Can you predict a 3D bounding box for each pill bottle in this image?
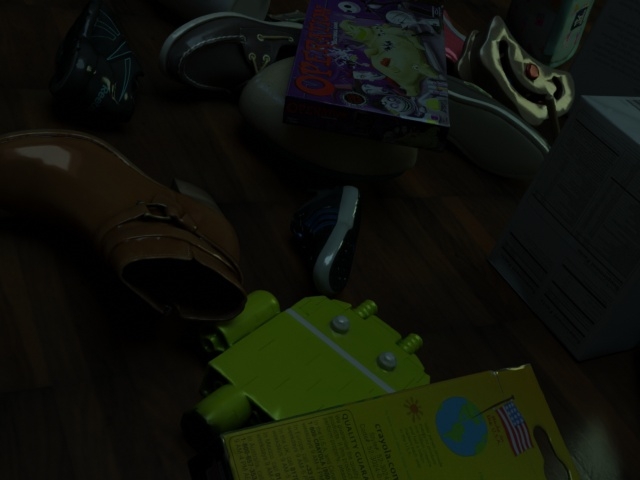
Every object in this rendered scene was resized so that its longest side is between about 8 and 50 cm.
[{"bbox_3d":[-0.208,-0.439,1.339,0.229,0.131,0.131,35,37,17],"label":"pill bottle"}]

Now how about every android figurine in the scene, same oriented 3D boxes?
[{"bbox_3d":[0.002,0.141,0.768,0.248,0.056,0.272,38,40,21],"label":"android figurine"}]

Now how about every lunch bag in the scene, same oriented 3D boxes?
[{"bbox_3d":[0.527,-0.535,1.772,0.160,0.224,0.262,10,37,-4],"label":"lunch bag"}]

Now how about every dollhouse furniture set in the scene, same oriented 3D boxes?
[{"bbox_3d":[-0.025,-0.382,1.457,0.076,0.059,0.151,-22,35,-35],"label":"dollhouse furniture set"}]

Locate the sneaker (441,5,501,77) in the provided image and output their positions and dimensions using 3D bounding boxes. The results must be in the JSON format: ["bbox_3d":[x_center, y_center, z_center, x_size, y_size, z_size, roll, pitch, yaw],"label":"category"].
[{"bbox_3d":[0.199,-0.370,1.480,0.314,0.116,0.136,42,41,25],"label":"sneaker"}]

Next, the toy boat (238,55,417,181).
[{"bbox_3d":[0.051,-0.181,1.155,0.267,0.148,0.318,32,44,22],"label":"toy boat"}]

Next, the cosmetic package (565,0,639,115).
[{"bbox_3d":[0.651,-0.411,1.478,0.230,0.453,0.161,32,36,13],"label":"cosmetic package"}]

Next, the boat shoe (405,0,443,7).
[{"bbox_3d":[0.100,-0.383,1.413,0.098,0.109,0.302,19,58,42],"label":"boat shoe"}]

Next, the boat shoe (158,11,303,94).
[{"bbox_3d":[-0.095,-0.273,1.204,0.096,0.117,0.324,40,33,28],"label":"boat shoe"}]

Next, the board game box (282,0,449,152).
[{"bbox_3d":[0.071,-0.252,1.094,0.208,0.056,0.347,7,41,0],"label":"board game box"}]

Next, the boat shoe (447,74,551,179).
[{"bbox_3d":[0.246,-0.201,1.291,0.305,0.109,0.091,30,41,17],"label":"boat shoe"}]

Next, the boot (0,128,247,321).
[{"bbox_3d":[-0.211,-0.008,0.782,0.283,0.109,0.220,20,19,-25],"label":"boot"}]

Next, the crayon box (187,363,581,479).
[{"bbox_3d":[0.076,0.225,0.620,0.318,0.081,0.202,-5,64,-32],"label":"crayon box"}]

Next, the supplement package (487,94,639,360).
[{"bbox_3d":[0.390,-0.019,0.997,0.199,0.263,0.198,-5,43,-33],"label":"supplement package"}]

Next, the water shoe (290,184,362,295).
[{"bbox_3d":[0.000,0.000,0.952,0.080,0.073,0.203,3,30,11],"label":"water shoe"}]

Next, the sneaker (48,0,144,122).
[{"bbox_3d":[-0.306,-0.246,1.094,0.106,0.101,0.267,30,29,-29],"label":"sneaker"}]

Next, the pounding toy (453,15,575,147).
[{"bbox_3d":[0.373,-0.272,1.360,0.154,0.155,0.269,-45,101,-26],"label":"pounding toy"}]
